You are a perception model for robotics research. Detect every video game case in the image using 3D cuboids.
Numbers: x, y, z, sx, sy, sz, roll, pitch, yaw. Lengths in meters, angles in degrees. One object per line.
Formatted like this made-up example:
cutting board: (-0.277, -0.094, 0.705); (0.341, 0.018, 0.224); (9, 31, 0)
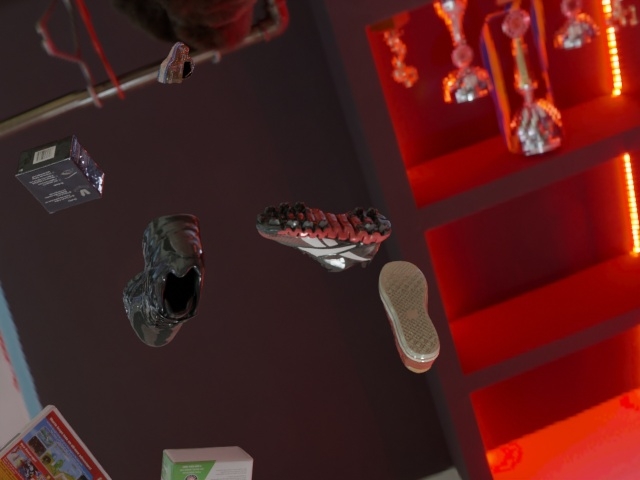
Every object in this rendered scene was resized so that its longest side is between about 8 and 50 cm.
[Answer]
video game case: (-0.541, 0.473, 1.381); (0.025, 0.204, 0.285); (-9, -152, 45)

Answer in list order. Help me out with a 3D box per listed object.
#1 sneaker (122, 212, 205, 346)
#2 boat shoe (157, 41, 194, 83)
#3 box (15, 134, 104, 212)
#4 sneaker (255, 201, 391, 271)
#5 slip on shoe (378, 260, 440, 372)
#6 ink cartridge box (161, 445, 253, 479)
sneaker: (-0.247, 0.092, 1.211); (0.109, 0.286, 0.130); (-6, -131, -25)
boat shoe: (-0.352, -0.435, 1.891); (0.066, 0.066, 0.183); (18, -141, -5)
box: (-0.669, -0.170, 1.954); (0.156, 0.158, 0.093); (-16, -131, 9)
sneaker: (0.000, 0.000, 1.504); (0.276, 0.135, 0.097); (4, -147, -20)
slip on shoe: (0.208, 0.176, 1.818); (0.123, 0.101, 0.331); (-3, -137, -8)
ink cartridge box: (-0.224, 0.517, 1.445); (0.160, 0.219, 0.092); (5, 180, -25)
